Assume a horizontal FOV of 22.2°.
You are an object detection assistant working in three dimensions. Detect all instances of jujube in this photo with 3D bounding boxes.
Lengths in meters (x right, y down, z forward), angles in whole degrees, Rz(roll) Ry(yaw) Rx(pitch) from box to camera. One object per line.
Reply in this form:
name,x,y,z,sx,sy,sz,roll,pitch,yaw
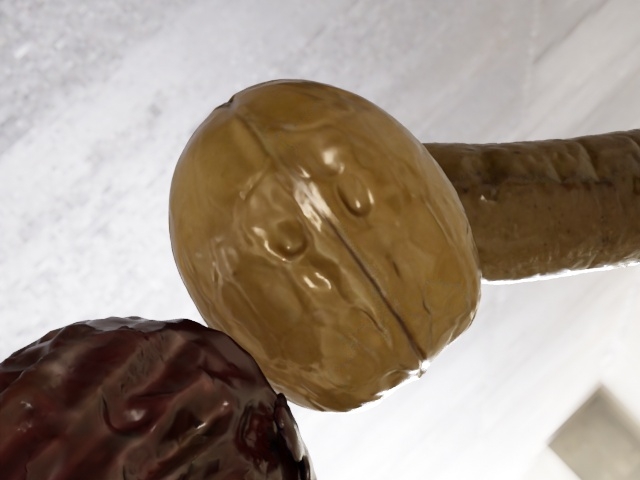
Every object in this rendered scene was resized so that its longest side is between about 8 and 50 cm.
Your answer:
jujube,-0.148,0.202,0.754,0.376,0.258,0.258,-43,167,-41

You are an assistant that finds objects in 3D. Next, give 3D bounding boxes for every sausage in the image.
sausage,0.256,-0.038,1.449,0.501,0.136,0.123,-7,121,-18

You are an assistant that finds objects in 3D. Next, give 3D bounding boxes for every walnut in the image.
walnut,0.000,0.000,0.948,0.165,0.197,0.165,-29,-175,3
